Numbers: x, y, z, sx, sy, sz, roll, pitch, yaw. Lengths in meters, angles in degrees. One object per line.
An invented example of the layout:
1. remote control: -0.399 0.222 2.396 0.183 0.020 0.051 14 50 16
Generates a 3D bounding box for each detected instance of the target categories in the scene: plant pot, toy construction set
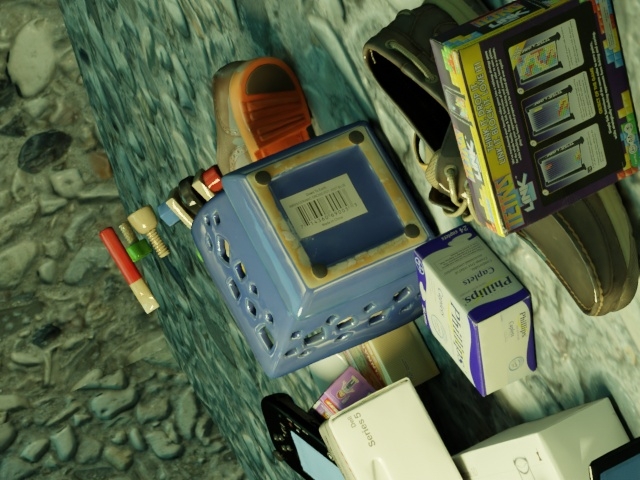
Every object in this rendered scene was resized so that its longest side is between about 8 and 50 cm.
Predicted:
1. plant pot: 0.000 0.000 1.983 0.236 0.236 0.212 62 161 16
2. toy construction set: -0.136 0.014 2.417 0.237 0.309 0.257 60 174 1

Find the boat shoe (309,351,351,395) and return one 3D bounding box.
1. boat shoe: 0.070 0.257 2.439 0.108 0.102 0.301 1 121 40

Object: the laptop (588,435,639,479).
1. laptop: 0.329 0.232 1.118 0.264 0.234 0.136 62 167 14

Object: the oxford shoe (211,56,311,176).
1. oxford shoe: -0.063 -0.076 2.251 0.133 0.130 0.363 6 112 56

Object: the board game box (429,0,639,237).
1. board game box: 0.175 -0.108 1.301 0.048 0.141 0.170 42 153 59

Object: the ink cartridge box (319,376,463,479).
1. ink cartridge box: 0.094 0.287 2.023 0.198 0.115 0.273 62 174 6

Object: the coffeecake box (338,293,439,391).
1. coffeecake box: 0.085 0.147 2.251 0.142 0.068 0.185 62 167 7

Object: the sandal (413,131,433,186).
1. sandal: 0.123 -0.100 1.706 0.072 0.049 0.180 59 165 24

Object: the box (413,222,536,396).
1. box: 0.170 0.076 1.796 0.137 0.072 0.126 52 162 42

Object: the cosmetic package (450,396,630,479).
1. cosmetic package: 0.282 0.333 1.783 0.284 0.097 0.377 66 167 7

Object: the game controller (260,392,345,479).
1. game controller: 0.035 0.333 2.290 0.319 0.067 0.166 33 161 35

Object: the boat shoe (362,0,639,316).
1. boat shoe: 0.154 -0.067 1.475 0.355 0.130 0.132 58 165 27

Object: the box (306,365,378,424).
1. box: 0.114 0.309 2.263 0.293 0.057 0.201 44 164 4
